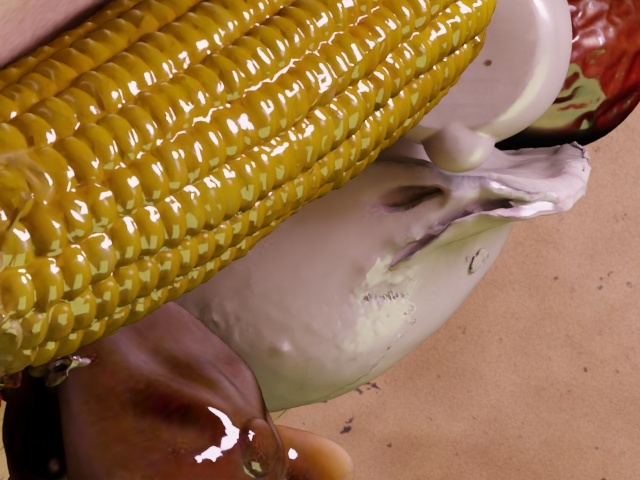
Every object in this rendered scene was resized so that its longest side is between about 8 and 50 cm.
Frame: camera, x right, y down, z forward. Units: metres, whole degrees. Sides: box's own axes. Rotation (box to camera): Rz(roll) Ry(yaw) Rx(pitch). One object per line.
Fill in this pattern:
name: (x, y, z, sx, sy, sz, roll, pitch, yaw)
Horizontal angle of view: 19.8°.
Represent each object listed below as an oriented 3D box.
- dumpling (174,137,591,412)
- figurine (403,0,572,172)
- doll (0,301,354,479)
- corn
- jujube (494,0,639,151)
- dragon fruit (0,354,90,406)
dumpling: (-0.003, 0.002, 1.157, 0.341, 0.181, 0.260, -44, 177, 26)
figurine: (0.083, -0.137, 1.060, 0.127, 0.155, 0.235, -15, -169, 12)
doll: (-0.150, 0.163, 1.057, 0.318, 0.209, 0.340, -14, 156, -37)
corn: (-0.050, -0.057, 0.797, 0.344, 0.131, 0.131, -39, 170, -37)
jujube: (0.125, -0.130, 1.285, 0.236, 0.168, 0.168, -19, 158, -34)
dragon fruit: (-0.163, 0.042, 0.831, 0.102, 0.096, 0.147, -39, 169, -18)
